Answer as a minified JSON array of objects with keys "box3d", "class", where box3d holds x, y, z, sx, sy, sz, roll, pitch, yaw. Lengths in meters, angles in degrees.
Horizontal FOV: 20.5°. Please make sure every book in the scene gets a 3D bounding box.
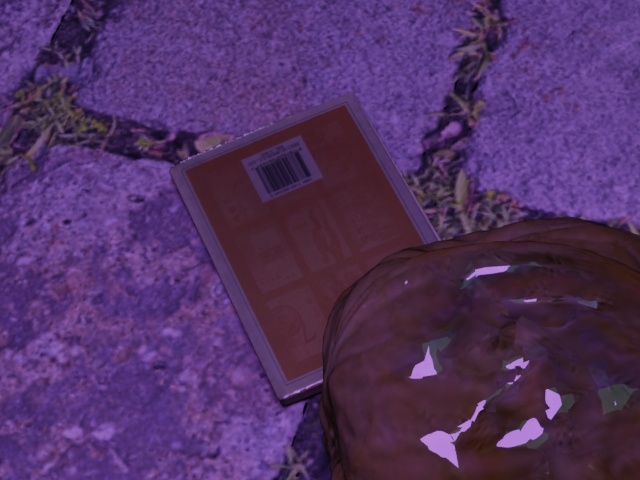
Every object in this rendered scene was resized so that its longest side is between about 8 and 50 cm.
[{"box3d":[0.000,0.000,1.390,0.170,0.018,0.241,-23,57,-7],"class":"book"}]

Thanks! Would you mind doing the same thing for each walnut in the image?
[{"box3d":[0.132,0.119,1.155,0.277,0.282,0.253,-7,97,7],"class":"walnut"}]
